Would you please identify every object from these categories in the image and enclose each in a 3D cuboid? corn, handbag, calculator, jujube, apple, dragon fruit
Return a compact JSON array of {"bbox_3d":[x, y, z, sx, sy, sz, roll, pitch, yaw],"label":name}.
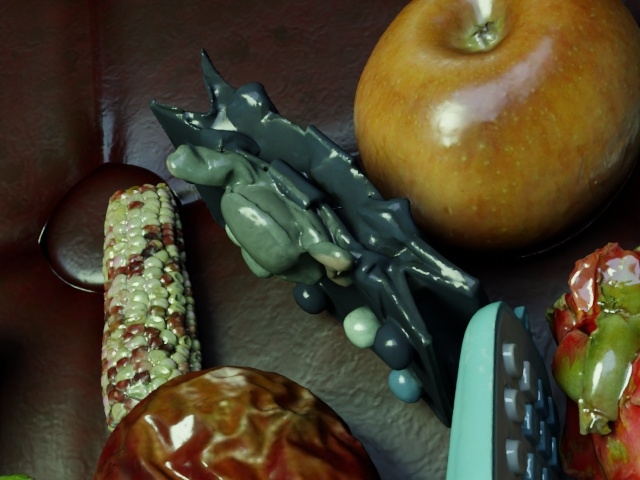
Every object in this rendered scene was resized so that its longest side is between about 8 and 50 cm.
[{"bbox_3d":[-0.161,0.062,0.933,0.092,0.092,0.281,-14,59,7],"label":"corn"},{"bbox_3d":[0.000,0.000,0.820,0.118,0.269,0.325,-46,61,-8],"label":"handbag"},{"bbox_3d":[0.133,0.227,0.677,0.054,0.256,0.386,-4,65,23],"label":"calculator"},{"bbox_3d":[-0.044,0.237,0.716,0.216,0.216,0.342,-37,42,-6],"label":"jujube"},{"bbox_3d":[0.158,-0.124,0.880,0.271,0.206,0.252,-31,57,-1],"label":"apple"},{"bbox_3d":[0.294,0.126,0.700,0.231,0.237,0.303,-29,68,-6],"label":"dragon fruit"}]

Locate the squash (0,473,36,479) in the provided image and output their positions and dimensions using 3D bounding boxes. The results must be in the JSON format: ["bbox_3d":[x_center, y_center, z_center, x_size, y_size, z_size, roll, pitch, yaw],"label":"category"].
[{"bbox_3d":[-0.374,0.318,0.860,0.331,0.087,0.087,-34,60,-8],"label":"squash"}]
